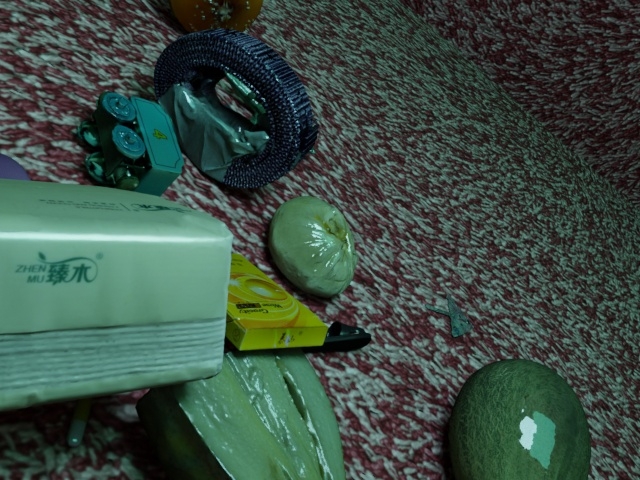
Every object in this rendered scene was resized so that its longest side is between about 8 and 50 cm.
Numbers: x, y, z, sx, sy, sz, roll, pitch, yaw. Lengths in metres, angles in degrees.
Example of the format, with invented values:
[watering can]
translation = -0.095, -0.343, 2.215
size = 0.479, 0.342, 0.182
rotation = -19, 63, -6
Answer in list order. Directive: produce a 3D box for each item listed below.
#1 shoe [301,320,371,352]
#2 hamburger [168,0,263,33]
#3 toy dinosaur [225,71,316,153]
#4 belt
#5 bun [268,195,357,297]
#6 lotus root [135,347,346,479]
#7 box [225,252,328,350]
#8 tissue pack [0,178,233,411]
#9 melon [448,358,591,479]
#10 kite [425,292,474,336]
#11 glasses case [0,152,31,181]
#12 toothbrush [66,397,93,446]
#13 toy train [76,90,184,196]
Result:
[shoe]
translation = 0.027, 0.173, 1.106
size = 0.159, 0.062, 0.053
rotation = 1, 53, -39
[hamburger]
translation = -0.236, -0.572, 1.396
size = 0.246, 0.246, 0.170
rotation = 10, 41, -38
[toy dinosaur]
translation = -0.126, -0.288, 1.374
size = 0.292, 0.079, 0.120
rotation = 35, 33, -19
[belt]
translation = -0.166, -0.250, 1.146
size = 0.325, 0.260, 0.122
rotation = 42, 32, -4
[bun]
translation = 0.000, 0.000, 1.182
size = 0.222, 0.127, 0.222
rotation = 27, 38, -23
[lotus root]
translation = -0.086, 0.286, 0.822
size = 0.260, 0.149, 0.267
rotation = 55, 29, 15
[box]
translation = -0.126, 0.085, 0.942
size = 0.152, 0.043, 0.269
rotation = 3, 20, -41
[tissue pack]
translation = -0.328, 0.045, 0.662
size = 0.381, 0.297, 0.207
rotation = 0, 101, -41
[melon]
translation = 0.356, 0.367, 1.090
size = 0.249, 0.248, 0.329
rotation = 35, 41, -14
[kite]
translation = 0.303, 0.172, 1.414
size = 0.153, 0.005, 0.137
rotation = 30, 37, -20
[glasses case]
translation = -0.529, -0.057, 0.768
size = 0.316, 0.076, 0.123
rotation = -12, 66, -49
[toothbrush]
translation = -0.308, 0.147, 0.840
size = 0.021, 0.024, 0.288
rotation = 23, 44, -24
[toy train]
translation = -0.326, -0.168, 1.049
size = 0.154, 0.107, 0.197
rotation = 11, 49, -48
